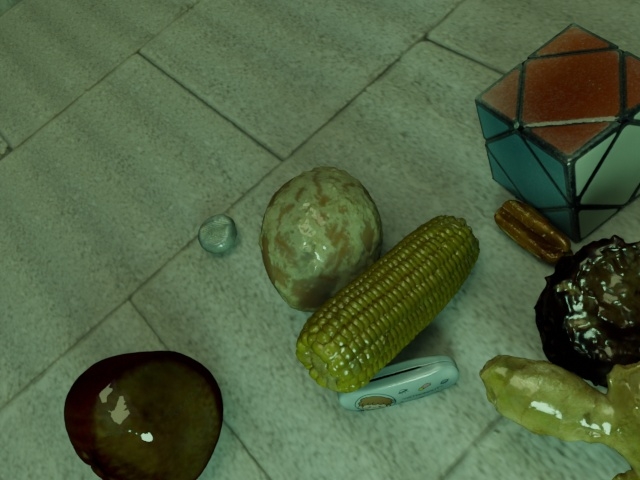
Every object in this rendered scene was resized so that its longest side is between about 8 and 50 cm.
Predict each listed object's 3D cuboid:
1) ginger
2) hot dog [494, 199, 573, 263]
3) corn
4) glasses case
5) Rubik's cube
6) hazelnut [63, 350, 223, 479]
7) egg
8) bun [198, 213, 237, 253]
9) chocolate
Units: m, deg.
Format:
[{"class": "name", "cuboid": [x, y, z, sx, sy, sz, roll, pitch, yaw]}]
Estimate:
[{"class": "ginger", "cuboid": [0.425, 0.211, 0.806, 0.362, 0.122, 0.348, -30, 76, -3]}, {"class": "hot dog", "cuboid": [0.334, -0.012, 1.091, 0.062, 0.038, 0.144, -47, 53, 2]}, {"class": "corn", "cuboid": [0.110, 0.085, 1.024, 0.131, 0.131, 0.344, 28, 52, 36]}, {"class": "glasses case", "cuboid": [0.111, 0.207, 1.009, 0.178, 0.067, 0.045, -18, 52, 11]}, {"class": "Rubik's cube", "cuboid": [0.389, -0.163, 1.070, 0.207, 0.205, 0.205, -39, 50, -5]}, {"class": "hazelnut", "cuboid": [-0.267, 0.262, 1.046, 0.229, 0.229, 0.230, -12, 52, 15]}, {"class": "egg", "cuboid": [0.000, 0.000, 1.126, 0.203, 0.203, 0.245, -1, 63, 23]}, {"class": "bun", "cuboid": [-0.191, -0.010, 1.311, 0.083, 0.045, 0.083, -10, 56, 16]}, {"class": "chocolate", "cuboid": [0.390, 0.071, 0.919, 0.224, 0.177, 0.206, -38, 50, -4]}]
